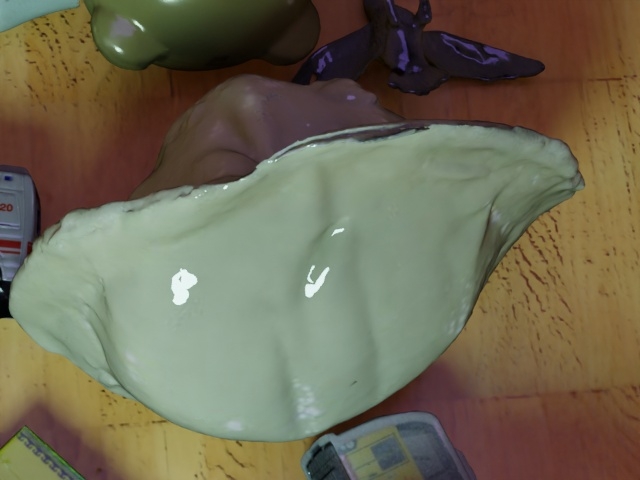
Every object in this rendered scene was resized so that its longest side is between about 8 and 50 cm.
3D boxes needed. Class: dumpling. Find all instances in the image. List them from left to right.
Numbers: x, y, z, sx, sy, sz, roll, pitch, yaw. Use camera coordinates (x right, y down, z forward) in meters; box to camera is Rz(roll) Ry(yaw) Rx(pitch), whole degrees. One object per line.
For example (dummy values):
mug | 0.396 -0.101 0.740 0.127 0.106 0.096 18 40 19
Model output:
dumpling | 0.000 0.000 1.168 0.395 0.315 0.233 -8 76 -16

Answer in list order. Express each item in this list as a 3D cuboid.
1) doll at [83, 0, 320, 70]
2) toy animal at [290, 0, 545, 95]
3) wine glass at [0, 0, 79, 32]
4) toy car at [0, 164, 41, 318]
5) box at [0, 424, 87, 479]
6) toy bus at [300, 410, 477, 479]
doll | -0.100 -0.247 1.317 0.177 0.161 0.260 -3 74 -27
toy animal | 0.062 -0.167 1.353 0.219 0.095 0.155 -8 77 -12
wine glass | -0.278 -0.184 1.315 0.195 0.079 0.079 -15 74 -12
toy car | -0.299 -0.003 1.244 0.210 0.089 0.108 4 70 -9
box | -0.237 0.273 1.182 0.153 0.041 0.279 41 70 7
toy bus | 0.086 0.243 1.219 0.106 0.092 0.268 -22 76 -24
